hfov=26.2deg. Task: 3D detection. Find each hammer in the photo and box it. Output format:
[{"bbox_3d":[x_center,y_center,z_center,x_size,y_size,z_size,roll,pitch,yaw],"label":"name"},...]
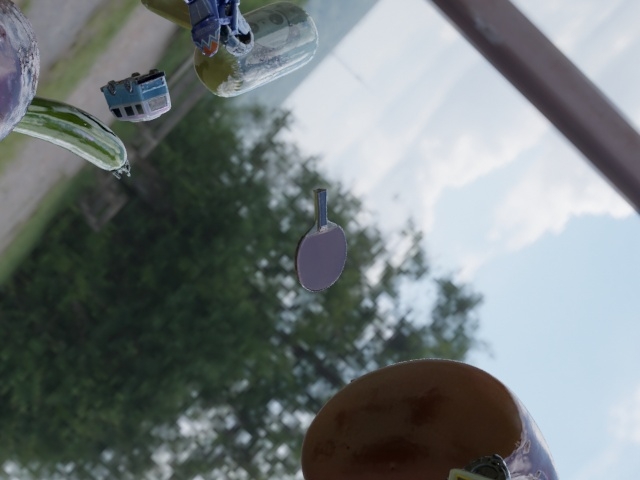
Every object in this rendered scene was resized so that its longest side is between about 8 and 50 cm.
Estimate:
[{"bbox_3d":[-0.165,-0.334,2.133,0.202,0.305,0.113,-27,136,-38],"label":"hammer"}]

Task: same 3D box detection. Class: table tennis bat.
[{"bbox_3d":[0.000,0.000,2.006,0.095,0.158,0.014,-17,-152,-35],"label":"table tennis bat"}]

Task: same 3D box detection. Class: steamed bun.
[{"bbox_3d":[0.174,0.325,2.146,0.379,0.235,0.248,-8,-133,27],"label":"steamed bun"}]

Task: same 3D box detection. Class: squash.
[{"bbox_3d":[-0.414,-0.181,2.217,0.071,0.318,0.080,-25,-120,32],"label":"squash"}]

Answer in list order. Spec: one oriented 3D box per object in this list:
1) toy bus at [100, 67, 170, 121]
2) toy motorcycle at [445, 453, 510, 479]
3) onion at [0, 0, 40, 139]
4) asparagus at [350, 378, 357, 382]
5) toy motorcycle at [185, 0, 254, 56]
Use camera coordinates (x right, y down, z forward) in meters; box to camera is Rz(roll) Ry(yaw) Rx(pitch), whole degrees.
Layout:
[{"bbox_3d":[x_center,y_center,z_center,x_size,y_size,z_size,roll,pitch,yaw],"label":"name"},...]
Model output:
[{"bbox_3d":[-0.291,-0.226,2.179,0.060,0.075,0.123,-25,-165,-34],"label":"toy bus"},{"bbox_3d":[0.230,0.340,1.558,0.263,0.091,0.157,14,-121,38],"label":"toy motorcycle"},{"bbox_3d":[-0.525,-0.212,1.749,0.337,0.281,0.260,-8,-157,-12],"label":"onion"},{"bbox_3d":[0.126,0.248,2.281,0.013,0.166,0.016,-161,-95,-72],"label":"asparagus"},{"bbox_3d":[-0.147,-0.314,1.659,0.076,0.205,0.114,-28,172,30],"label":"toy motorcycle"}]
